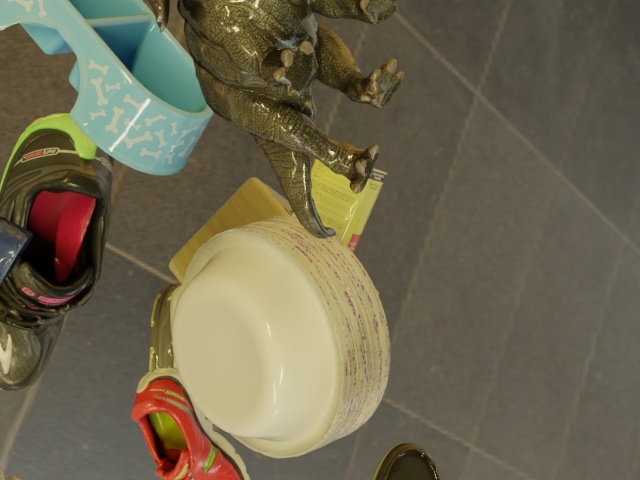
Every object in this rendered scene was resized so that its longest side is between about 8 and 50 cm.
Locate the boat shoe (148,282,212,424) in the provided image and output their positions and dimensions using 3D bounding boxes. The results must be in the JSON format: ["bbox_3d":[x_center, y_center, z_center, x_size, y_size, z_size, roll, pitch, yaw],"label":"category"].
[{"bbox_3d":[-0.242,0.224,1.979,0.109,0.091,0.304,6,86,-40],"label":"boat shoe"}]

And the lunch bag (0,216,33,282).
[{"bbox_3d":[-0.388,0.005,1.372,0.065,0.098,0.067,31,88,-10],"label":"lunch bag"}]

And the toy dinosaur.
[{"bbox_3d":[-0.034,-0.119,0.742,0.121,0.160,0.313,-52,148,-10],"label":"toy dinosaur"}]

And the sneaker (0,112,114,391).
[{"bbox_3d":[-0.426,0.046,1.689,0.185,0.202,0.482,9,122,-21],"label":"sneaker"}]

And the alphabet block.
[{"bbox_3d":[-0.069,0.059,1.704,0.193,0.197,0.192,-47,143,7],"label":"alphabet block"}]

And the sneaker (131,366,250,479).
[{"bbox_3d":[-0.196,0.320,1.671,0.279,0.107,0.118,60,22,-19],"label":"sneaker"}]

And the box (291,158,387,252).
[{"bbox_3d":[0.000,0.000,1.516,0.058,0.087,0.232,11,102,-64],"label":"box"}]

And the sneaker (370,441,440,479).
[{"bbox_3d":[0.095,0.284,1.066,0.083,0.118,0.222,15,60,-15],"label":"sneaker"}]

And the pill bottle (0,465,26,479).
[{"bbox_3d":[-0.428,0.283,1.276,0.221,0.121,0.121,29,73,-30],"label":"pill bottle"}]

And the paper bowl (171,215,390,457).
[{"bbox_3d":[-0.067,0.121,1.379,0.148,0.284,0.284,-16,107,-43],"label":"paper bowl"}]

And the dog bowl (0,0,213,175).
[{"bbox_3d":[-0.223,-0.201,1.172,0.297,0.074,0.166,49,26,6],"label":"dog bowl"}]
